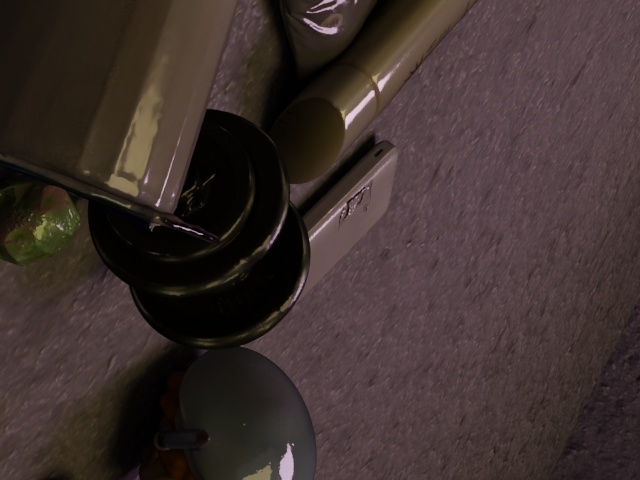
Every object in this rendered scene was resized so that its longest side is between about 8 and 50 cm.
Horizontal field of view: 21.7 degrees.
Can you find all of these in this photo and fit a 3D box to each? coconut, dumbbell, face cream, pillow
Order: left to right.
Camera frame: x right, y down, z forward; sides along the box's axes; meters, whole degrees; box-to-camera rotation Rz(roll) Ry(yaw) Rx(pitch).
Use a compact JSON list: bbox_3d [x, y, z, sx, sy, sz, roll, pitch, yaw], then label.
[{"bbox_3d":[-0.252,-0.019,1.428,0.081,0.083,0.082,58,24,-43],"label":"coconut"},{"bbox_3d":[-0.112,-0.009,1.598,0.192,0.192,0.290,-52,158,-14],"label":"dumbbell"},{"bbox_3d":[0.010,-0.271,1.682,0.169,0.059,0.255,-55,158,-14],"label":"pillow"},{"bbox_3d":[0.076,-0.213,1.846,0.348,0.081,0.173,-49,-179,-22],"label":"face cream"}]

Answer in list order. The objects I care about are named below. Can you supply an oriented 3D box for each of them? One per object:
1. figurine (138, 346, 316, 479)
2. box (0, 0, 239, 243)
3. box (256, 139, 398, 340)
[{"bbox_3d":[-0.132,0.311,1.991,0.382,0.205,0.224,-66,174,32],"label":"figurine"},{"bbox_3d":[-0.176,-0.137,1.268,0.206,0.262,0.291,-68,-163,-2],"label":"box"},{"bbox_3d":[0.000,0.000,2.065,0.285,0.044,0.142,-45,158,-30],"label":"box"}]
